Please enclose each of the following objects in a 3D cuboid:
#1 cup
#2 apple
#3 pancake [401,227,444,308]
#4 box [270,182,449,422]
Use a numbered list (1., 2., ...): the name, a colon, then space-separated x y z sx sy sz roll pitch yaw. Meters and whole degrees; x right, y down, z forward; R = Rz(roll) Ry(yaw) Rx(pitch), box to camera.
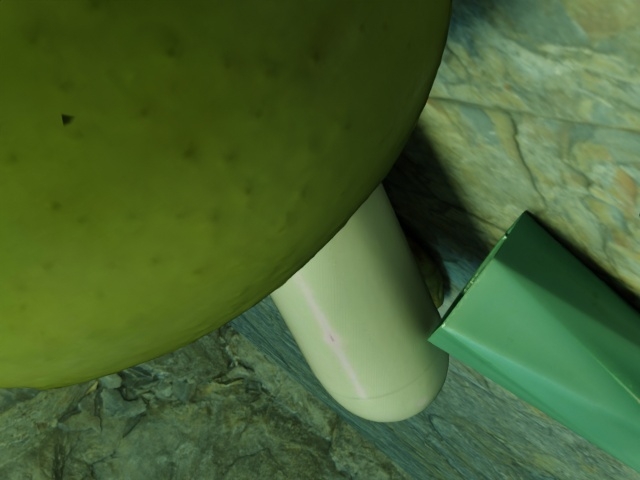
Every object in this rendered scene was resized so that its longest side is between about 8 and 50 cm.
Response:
1. cup: 0.232 0.100 0.929 0.236 0.148 0.134 36 140 4
2. apple: -0.161 -0.139 0.616 0.474 0.473 0.473 38 166 11
3. pancake: 0.051 0.005 1.270 0.250 0.031 0.250 38 160 16
4. box: -0.001 0.001 1.026 0.288 0.141 0.349 55 174 51
